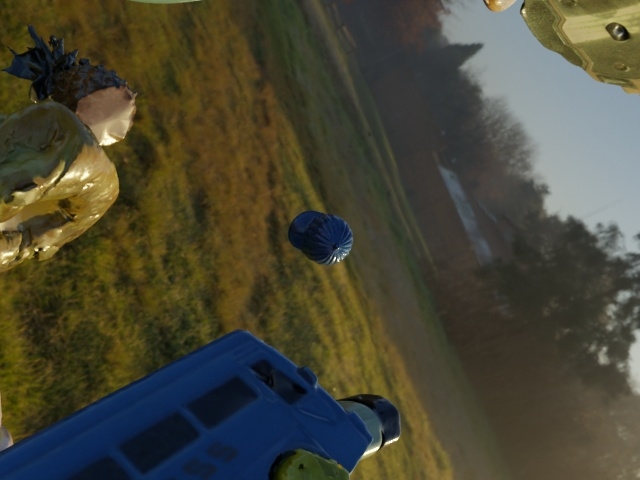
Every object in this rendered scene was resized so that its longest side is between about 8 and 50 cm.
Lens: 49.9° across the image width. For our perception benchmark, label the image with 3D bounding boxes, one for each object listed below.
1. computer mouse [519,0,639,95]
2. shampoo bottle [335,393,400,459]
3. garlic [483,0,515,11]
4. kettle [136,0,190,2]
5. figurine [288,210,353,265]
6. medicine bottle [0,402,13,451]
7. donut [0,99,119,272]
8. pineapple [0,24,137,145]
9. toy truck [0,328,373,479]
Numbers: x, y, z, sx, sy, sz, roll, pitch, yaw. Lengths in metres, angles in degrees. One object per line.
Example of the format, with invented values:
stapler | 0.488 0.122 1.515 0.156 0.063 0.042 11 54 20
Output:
computer mouse | 0.390 -0.277 0.837 0.389 0.200 0.114 26 81 -42
shampoo bottle | -0.068 0.262 0.833 0.360 0.134 0.078 -9 90 -39
garlic | 0.366 -0.533 1.388 0.128 0.115 0.206 53 27 -32
kettle | -0.258 -0.433 0.922 0.342 0.320 0.246 -44 135 -49
figurine | 0.000 0.000 1.020 0.087 0.086 0.149 62 -5 5
medicine bottle | -0.605 0.408 1.106 0.213 0.214 0.378 -73 168 -74
donut | -0.498 -0.078 1.083 0.170 0.360 0.360 57 9 10
pineapple | -0.510 -0.310 1.374 0.365 0.165 0.165 35 -10 35
toy truck | -0.119 0.187 0.392 0.162 0.161 0.385 44 31 15
